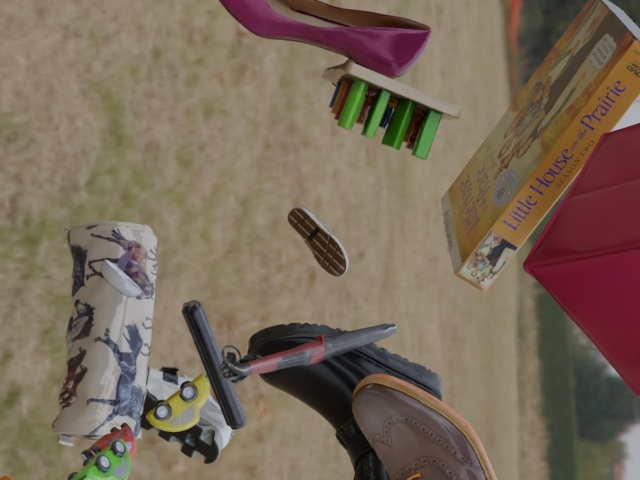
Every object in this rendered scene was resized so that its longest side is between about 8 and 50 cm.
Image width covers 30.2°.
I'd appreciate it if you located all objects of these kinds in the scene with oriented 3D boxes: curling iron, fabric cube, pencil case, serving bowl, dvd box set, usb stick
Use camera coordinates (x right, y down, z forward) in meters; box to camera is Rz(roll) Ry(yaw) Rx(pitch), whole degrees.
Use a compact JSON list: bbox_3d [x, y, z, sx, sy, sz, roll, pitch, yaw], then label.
[{"bbox_3d":[-0.014,0.138,1.560,0.068,0.274,0.035,35,-50,51],"label":"curling iron"},{"bbox_3d":[0.452,0.009,1.413,0.254,0.258,0.259,46,60,-18],"label":"fabric cube"},{"bbox_3d":[-0.392,0.171,2.138,0.160,0.183,0.410,11,80,-48],"label":"pencil case"},{"bbox_3d":[-0.336,0.069,1.975,0.027,0.083,0.083,-49,161,-3],"label":"serving bowl"},{"bbox_3d":[0.331,-0.155,1.775,0.420,0.062,0.308,-55,-168,21],"label":"dvd box set"},{"bbox_3d":[-0.215,0.250,2.397,0.077,0.045,0.278,-145,-146,-77],"label":"usb stick"}]

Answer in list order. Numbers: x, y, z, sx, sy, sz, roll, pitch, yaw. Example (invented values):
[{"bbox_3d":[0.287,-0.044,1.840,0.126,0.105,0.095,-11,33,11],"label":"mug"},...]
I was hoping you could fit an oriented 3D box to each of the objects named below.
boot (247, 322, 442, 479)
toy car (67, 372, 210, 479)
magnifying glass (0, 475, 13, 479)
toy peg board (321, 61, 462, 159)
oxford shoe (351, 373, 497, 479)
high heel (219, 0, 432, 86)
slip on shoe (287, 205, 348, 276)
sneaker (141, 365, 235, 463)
[{"bbox_3d":[0.045,0.281,1.757,0.131,0.348,0.260,-51,-154,47],"label":"boot"},{"bbox_3d":[-0.256,0.279,1.549,0.053,0.239,0.225,54,25,-4],"label":"toy car"},{"bbox_3d":[-0.459,0.467,1.940,0.026,0.092,0.231,-45,128,-27],"label":"magnifying glass"},{"bbox_3d":[0.080,-0.166,1.569,0.160,0.161,0.079,-158,-91,-77],"label":"toy peg board"},{"bbox_3d":[0.157,0.332,1.565,0.132,0.364,0.130,-25,158,-50],"label":"oxford shoe"},{"bbox_3d":[-0.006,-0.387,1.917,0.377,0.181,0.127,32,38,-20],"label":"high heel"},{"bbox_3d":[0.000,0.000,1.925,0.135,0.051,0.041,47,16,9],"label":"slip on shoe"},{"bbox_3d":[-0.323,0.328,2.496,0.122,0.330,0.146,-58,175,38],"label":"sneaker"}]
